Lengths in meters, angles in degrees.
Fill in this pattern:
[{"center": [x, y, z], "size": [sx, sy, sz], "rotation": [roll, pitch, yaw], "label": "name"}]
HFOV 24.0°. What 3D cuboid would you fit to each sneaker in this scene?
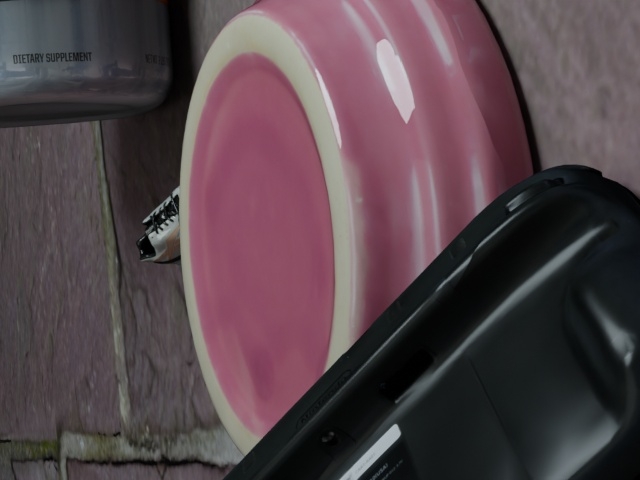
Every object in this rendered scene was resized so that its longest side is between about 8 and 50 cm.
[{"center": [-0.105, -0.014, 1.104], "size": [0.109, 0.043, 0.040], "rotation": [118, 143, -47], "label": "sneaker"}]

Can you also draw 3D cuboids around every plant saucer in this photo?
[{"center": [0.000, 0.000, 0.825], "size": [0.332, 0.084, 0.332], "rotation": [176, 90, -65], "label": "plant saucer"}]

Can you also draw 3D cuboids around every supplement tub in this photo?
[{"center": [-0.223, -0.260, 1.128], "size": [0.207, 0.207, 0.338], "rotation": [175, 90, -66], "label": "supplement tub"}]

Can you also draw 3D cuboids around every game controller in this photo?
[{"center": [0.029, 0.111, 0.625], "size": [0.319, 0.067, 0.166], "rotation": [-47, 38, 16], "label": "game controller"}]
